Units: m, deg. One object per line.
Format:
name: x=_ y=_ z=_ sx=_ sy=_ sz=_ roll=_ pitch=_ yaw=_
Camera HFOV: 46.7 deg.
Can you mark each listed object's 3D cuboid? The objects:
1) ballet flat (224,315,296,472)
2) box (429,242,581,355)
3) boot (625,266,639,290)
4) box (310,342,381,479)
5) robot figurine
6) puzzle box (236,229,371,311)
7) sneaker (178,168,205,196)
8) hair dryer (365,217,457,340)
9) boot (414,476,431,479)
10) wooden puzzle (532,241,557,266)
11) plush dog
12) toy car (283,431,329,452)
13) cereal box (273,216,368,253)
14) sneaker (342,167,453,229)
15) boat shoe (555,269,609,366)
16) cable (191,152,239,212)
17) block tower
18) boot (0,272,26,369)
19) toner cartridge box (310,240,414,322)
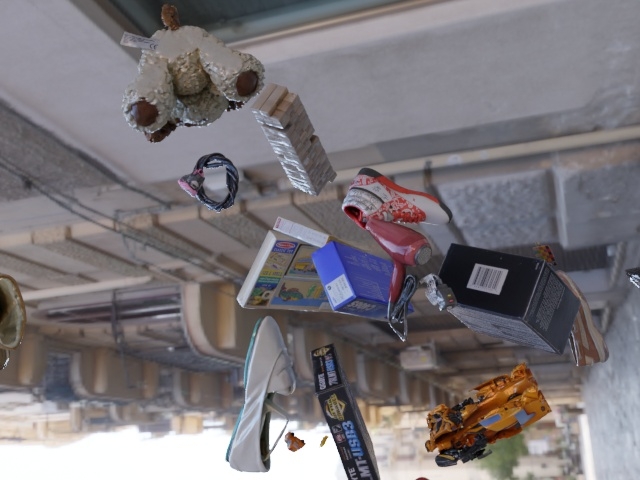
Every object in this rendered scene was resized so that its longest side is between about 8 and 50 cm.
ballet flat: x=-0.126 y=0.383 z=1.803 sx=0.139 sy=0.139 sz=0.401 roll=-19 pitch=-57 yaw=-73
box: x=0.516 y=0.161 z=2.063 sx=0.294 sy=0.296 sz=0.183 roll=38 pitch=-108 yaw=-45
boot: x=0.955 y=0.196 z=2.096 sx=0.338 sy=0.118 sz=0.223 roll=-40 pitch=-61 yaw=-76
box: x=0.060 y=0.421 z=1.725 sx=0.293 sy=0.073 sz=0.296 roll=-111 pitch=0 yaw=-79
robot figurine: x=0.357 y=0.391 z=1.658 sx=0.085 sy=0.291 sz=0.211 roll=58 pitch=-170 yaw=-14
puzzle box: x=-0.047 y=0.108 z=2.427 sx=0.408 sy=0.272 sz=0.052 roll=6 pitch=-150 yaw=-39
sneaker: x=-0.268 y=-0.128 z=1.575 sx=0.047 sy=0.057 sz=0.119 roll=38 pitch=179 yaw=-20
hair dryer: x=0.178 y=0.071 z=1.724 sx=0.080 sy=0.223 sz=0.294 roll=-3 pitch=-116 yaw=-41
boot: x=0.181 y=0.639 z=1.663 sx=0.244 sy=0.088 sz=0.176 roll=-61 pitch=-31 yaw=-16
wooden puzzle: x=0.611 y=0.037 z=2.025 sx=0.006 sy=0.049 sz=0.083 roll=-41 pitch=-72 yaw=-40
plush dog: x=-0.246 y=-0.292 z=1.387 sx=0.225 sy=0.262 sz=0.211 roll=92 pitch=156 yaw=-66
toy car: x=-0.042 y=0.497 z=1.837 sx=0.060 sy=0.122 sz=0.040 roll=50 pitch=-140 yaw=-15
cereal box: x=0.000 y=0.000 z=2.132 sx=0.173 sy=0.240 sz=0.047 roll=22 pitch=-91 yaw=-42
sneaker: x=0.188 y=-0.067 z=1.871 sx=0.145 sy=0.270 sz=0.090 roll=-59 pitch=-8 yaw=-29
boat shoe: x=0.813 y=0.254 z=2.399 sx=0.123 sy=0.116 sz=0.325 roll=47 pitch=-159 yaw=-72
cable: x=-0.301 y=-0.168 z=2.164 sx=0.184 sy=0.151 sz=0.047 roll=41 pitch=-176 yaw=27
block tower: x=-0.064 y=-0.251 z=1.932 sx=0.097 sy=0.091 sz=0.335 roll=-56 pitch=-36 yaw=-19
boot: x=-0.597 y=0.159 z=1.347 sx=0.089 sy=0.269 sz=0.236 roll=-20 pitch=-73 yaw=-33
toner cartridge box: x=0.117 y=0.115 z=1.947 sx=0.347 sy=0.075 sz=0.165 roll=20 pitch=-136 yaw=-57
